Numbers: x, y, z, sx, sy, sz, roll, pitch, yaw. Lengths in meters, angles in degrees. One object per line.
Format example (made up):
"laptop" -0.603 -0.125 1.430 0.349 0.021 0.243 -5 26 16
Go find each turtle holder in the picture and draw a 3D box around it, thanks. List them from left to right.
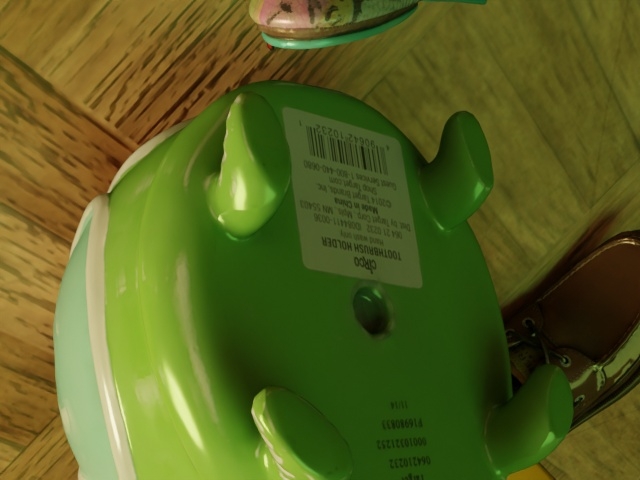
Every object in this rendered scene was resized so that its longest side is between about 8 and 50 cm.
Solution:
"turtle holder" -0.014 0.087 0.587 0.227 0.320 0.243 -25 -176 41

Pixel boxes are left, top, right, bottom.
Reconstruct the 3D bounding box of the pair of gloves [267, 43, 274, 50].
"pair of gloves" 0.000 -0.147 0.605 0.074 0.010 0.083 -29 143 -20

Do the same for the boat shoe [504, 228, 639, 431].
"boat shoe" 0.202 0.116 0.976 0.104 0.111 0.307 16 114 -51

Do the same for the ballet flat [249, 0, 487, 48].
"ballet flat" 0.036 -0.152 0.561 0.221 0.077 0.079 -27 129 -52

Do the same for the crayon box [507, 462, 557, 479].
"crayon box" -0.002 0.253 0.744 0.363 0.313 0.106 -28 141 -21
